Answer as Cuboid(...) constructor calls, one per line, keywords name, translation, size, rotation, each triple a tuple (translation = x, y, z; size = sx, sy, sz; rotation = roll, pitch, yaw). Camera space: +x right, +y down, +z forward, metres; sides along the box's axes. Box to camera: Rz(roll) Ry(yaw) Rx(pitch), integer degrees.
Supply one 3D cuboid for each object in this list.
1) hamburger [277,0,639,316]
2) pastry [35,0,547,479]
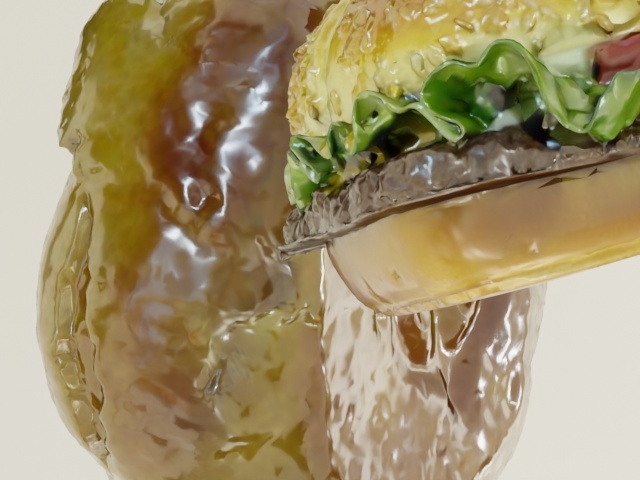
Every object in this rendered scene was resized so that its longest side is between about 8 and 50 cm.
Cuboid(name="hamburger", translation=(0.071, -0.041, 0.448), size=(0.166, 0.087, 0.137), rotation=(-16, 179, -16))
Cuboid(name="pastry", translation=(0.000, 0.000, 0.932), size=(0.356, 0.164, 0.356), rotation=(-8, 99, -60))
